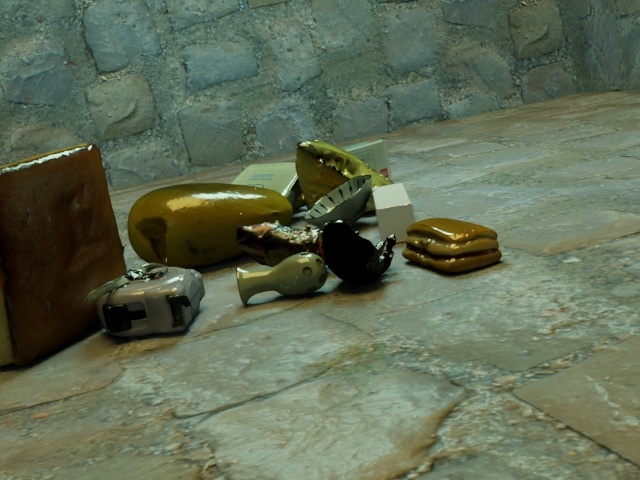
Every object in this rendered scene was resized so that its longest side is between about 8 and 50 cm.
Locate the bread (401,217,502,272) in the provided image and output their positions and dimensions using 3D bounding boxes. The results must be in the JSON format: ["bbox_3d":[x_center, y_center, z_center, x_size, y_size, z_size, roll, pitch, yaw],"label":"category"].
[{"bbox_3d":[0.230,0.006,1.543,0.116,0.077,0.200,-6,10,-21],"label":"bread"}]

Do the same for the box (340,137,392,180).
[{"bbox_3d":[0.085,-0.208,2.515,0.269,0.135,0.079,-19,14,-36],"label":"box"}]

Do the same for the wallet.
[{"bbox_3d":[-0.179,-0.093,2.199,0.223,0.077,0.309,4,37,28],"label":"wallet"}]

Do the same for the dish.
[{"bbox_3d":[0.054,-0.077,2.026,0.191,0.066,0.190,-32,14,9],"label":"dish"}]

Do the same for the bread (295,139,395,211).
[{"bbox_3d":[0.053,-0.148,2.212,0.262,0.162,0.204,38,27,13],"label":"bread"}]

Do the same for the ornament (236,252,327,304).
[{"bbox_3d":[-0.065,0.066,1.509,0.156,0.081,0.075,-12,52,5],"label":"ornament"}]

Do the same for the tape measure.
[{"bbox_3d":[-0.296,0.097,1.478,0.178,0.105,0.196,-11,13,1],"label":"tape measure"}]

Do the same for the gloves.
[{"bbox_3d":[0.070,0.032,1.538,0.129,0.106,0.181,4,-14,22],"label":"gloves"}]

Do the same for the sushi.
[{"bbox_3d":[-0.057,0.017,1.674,0.226,0.097,0.103,13,27,27],"label":"sushi"}]

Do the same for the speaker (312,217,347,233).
[{"bbox_3d":[0.000,0.000,1.821,0.040,0.046,0.191,-5,14,30],"label":"speaker"}]

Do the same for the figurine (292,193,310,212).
[{"bbox_3d":[-0.114,-0.135,2.378,0.121,0.122,0.176,-24,18,-39],"label":"figurine"}]

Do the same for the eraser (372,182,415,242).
[{"bbox_3d":[0.160,-0.064,1.903,0.076,0.078,0.298,-10,12,3],"label":"eraser"}]

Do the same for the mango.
[{"bbox_3d":[-0.243,-0.045,1.910,0.365,0.182,0.253,-12,11,-2],"label":"mango"}]

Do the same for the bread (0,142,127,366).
[{"bbox_3d":[-0.481,0.017,1.488,0.143,0.323,0.333,-5,14,23],"label":"bread"}]
